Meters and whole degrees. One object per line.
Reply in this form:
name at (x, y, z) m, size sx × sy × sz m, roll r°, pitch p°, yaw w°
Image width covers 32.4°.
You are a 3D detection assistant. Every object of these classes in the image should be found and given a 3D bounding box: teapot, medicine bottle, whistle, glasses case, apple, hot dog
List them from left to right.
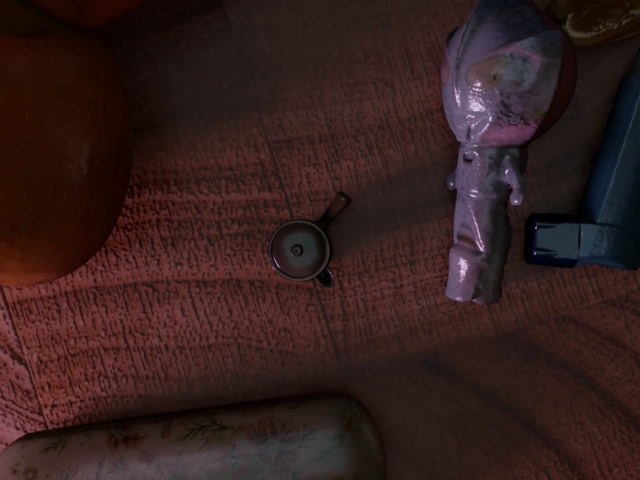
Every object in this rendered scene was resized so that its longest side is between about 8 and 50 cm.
apple at (-0.327, -0.100, 1.078) m, size 0.299 × 0.299 × 0.275 m, roll 15°, pitch 102°, yaw 3°
glasses case at (-0.141, 0.258, 1.168) m, size 0.425 × 0.098 × 0.156 m, roll -8°, pitch 93°, yaw 3°
teapot at (0.000, 0.000, 1.168) m, size 0.085 × 0.080 × 0.110 m, roll 41°, pitch 93°, yaw 2°
whistle at (0.183, -0.107, 1.136) m, size 0.142 × 0.134 × 0.346 m, roll 13°, pitch 102°, yaw 34°
medicine bottle at (0.307, -0.080, 1.152) m, size 0.124 × 0.079 × 0.258 m, roll 21°, pitch 91°, yaw 3°
hot dog at (0.355, -0.274, 1.150) m, size 0.249 × 0.076 × 0.102 m, roll -23°, pitch 102°, yaw 2°

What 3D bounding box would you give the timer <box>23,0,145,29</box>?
timer at (-0.224, -0.348, 1.088) m, size 0.257 × 0.161 × 0.250 m, roll 30°, pitch 52°, yaw 32°
